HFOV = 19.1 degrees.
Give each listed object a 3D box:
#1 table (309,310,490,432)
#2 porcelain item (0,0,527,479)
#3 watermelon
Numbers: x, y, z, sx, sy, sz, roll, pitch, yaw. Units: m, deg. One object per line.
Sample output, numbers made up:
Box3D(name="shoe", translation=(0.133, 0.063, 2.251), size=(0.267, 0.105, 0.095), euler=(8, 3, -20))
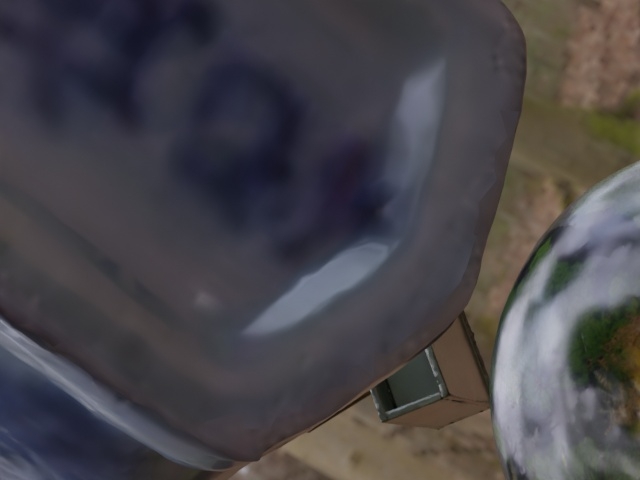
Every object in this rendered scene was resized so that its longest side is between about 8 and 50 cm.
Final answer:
Box3D(name="table", translation=(0.000, 0.000, 1.096), size=(0.111, 0.240, 0.121), euler=(-22, -14, 14))
Box3D(name="porcelain item", translation=(-0.100, -0.020, 0.587), size=(0.178, 0.242, 0.405), euler=(-56, 14, -13))
Box3D(name="watermelon", translation=(0.208, 0.076, 0.846), size=(0.269, 0.269, 0.269), euler=(-58, -10, -16))
